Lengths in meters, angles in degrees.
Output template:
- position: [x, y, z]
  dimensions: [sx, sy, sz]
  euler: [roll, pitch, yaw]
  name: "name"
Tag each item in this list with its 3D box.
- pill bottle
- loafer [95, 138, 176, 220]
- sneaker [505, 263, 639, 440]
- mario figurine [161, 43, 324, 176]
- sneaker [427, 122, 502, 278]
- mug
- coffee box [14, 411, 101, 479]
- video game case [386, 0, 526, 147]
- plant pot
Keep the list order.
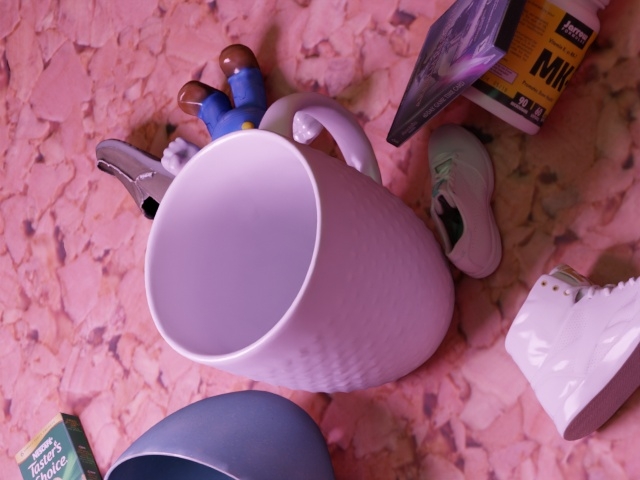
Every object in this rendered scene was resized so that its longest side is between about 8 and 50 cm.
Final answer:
- position: [0.262, -0.243, 1.956]
  dimensions: [0.119, 0.119, 0.208]
  euler: [38, 101, 41]
  name: "pill bottle"
- position: [-0.250, -0.079, 2.351]
  dimensions: [0.251, 0.094, 0.087]
  euler: [23, 86, 42]
  name: "loafer"
- position: [0.325, 0.064, 1.806]
  dimensions: [0.292, 0.108, 0.169]
  euler: [-48, 54, 19]
  name: "sneaker"
- position: [-0.108, -0.140, 2.195]
  dimensions: [0.320, 0.170, 0.198]
  euler: [-117, 34, -42]
  name: "mario figurine"
- position: [0.164, -0.061, 1.994]
  dimensions: [0.080, 0.094, 0.212]
  euler: [-31, 57, 31]
  name: "sneaker"
- position: [0.000, 0.000, 1.952]
  dimensions: [0.276, 0.328, 0.374]
  euler: [-16, 65, 37]
  name: "mug"
- position: [-0.372, 0.353, 2.341]
  dimensions: [0.113, 0.040, 0.184]
  euler: [-43, 52, 22]
  name: "coffee box"
- position: [0.177, -0.245, 1.968]
  dimensions: [0.274, 0.026, 0.196]
  euler: [-39, 25, 58]
  name: "video game case"
- position: [-0.095, 0.298, 2.000]
  dimensions: [0.290, 0.290, 0.195]
  euler: [-10, 33, 38]
  name: "plant pot"
